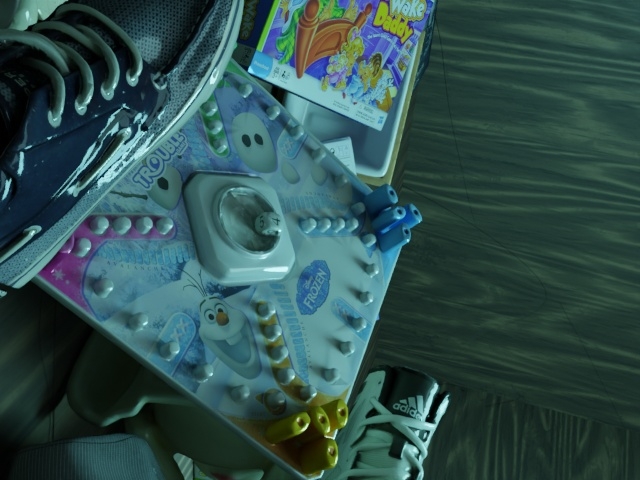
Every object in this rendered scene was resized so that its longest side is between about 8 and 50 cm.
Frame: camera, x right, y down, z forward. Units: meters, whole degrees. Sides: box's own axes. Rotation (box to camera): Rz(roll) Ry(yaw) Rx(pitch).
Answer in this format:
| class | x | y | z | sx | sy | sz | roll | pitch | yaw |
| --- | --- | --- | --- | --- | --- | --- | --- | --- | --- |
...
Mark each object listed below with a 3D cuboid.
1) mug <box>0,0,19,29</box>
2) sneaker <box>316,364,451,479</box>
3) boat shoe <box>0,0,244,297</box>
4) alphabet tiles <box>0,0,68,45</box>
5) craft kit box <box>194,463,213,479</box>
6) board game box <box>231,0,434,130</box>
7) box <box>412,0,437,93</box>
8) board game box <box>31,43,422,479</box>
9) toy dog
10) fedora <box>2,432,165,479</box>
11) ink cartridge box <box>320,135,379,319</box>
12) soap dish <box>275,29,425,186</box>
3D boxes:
| class | x | y | z | sx | sy | sz | roll | pitch | yaw |
| --- | --- | --- | --- | --- | --- | --- | --- | --- | --- |
| mug | -0.245 | -0.157 | 0.484 | 0.078 | 0.064 | 0.062 | -49 | 179 | -30 |
| sneaker | 0.049 | 0.262 | 0.860 | 0.447 | 0.169 | 0.257 | 88 | 25 | -85 |
| boat shoe | -0.168 | -0.108 | 0.525 | 0.340 | 0.127 | 0.158 | -57 | -179 | -9 |
| alphabet tiles | -0.207 | -0.278 | 0.643 | 0.284 | 0.021 | 0.278 | -62 | 161 | -50 |
| craft kit box | -0.161 | 0.326 | 1.411 | 0.246 | 0.061 | 0.249 | -54 | 154 | -55 |
| board game box | 0.018 | -0.315 | 1.102 | 0.347 | 0.078 | 0.233 | 9 | 105 | -55 |
| box | 0.139 | -0.479 | 1.621 | 0.343 | 0.179 | 0.312 | -61 | 159 | -53 |
| board game box | -0.074 | -0.021 | 0.786 | 0.050 | 0.390 | 0.390 | -32 | -157 | 42 |
| toy dog | -0.126 | 0.184 | 1.027 | 0.408 | 0.285 | 0.395 | 88 | 2 | -55 |
| fedora | -0.232 | 0.261 | 0.735 | 0.275 | 0.244 | 0.124 | 67 | 8 | -66 |
| ink cartridge box | 0.000 | 0.000 | 1.208 | 0.186 | 0.065 | 0.311 | -18 | 99 | -50 |
| soap dish | 0.040 | -0.257 | 1.340 | 0.118 | 0.229 | 0.290 | 174 | -70 | -83 |
